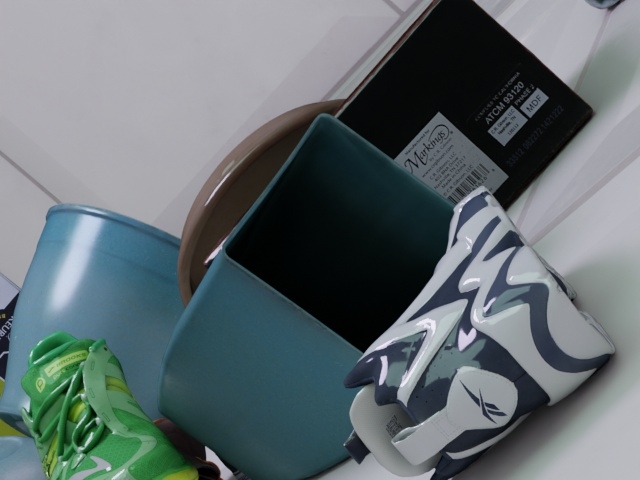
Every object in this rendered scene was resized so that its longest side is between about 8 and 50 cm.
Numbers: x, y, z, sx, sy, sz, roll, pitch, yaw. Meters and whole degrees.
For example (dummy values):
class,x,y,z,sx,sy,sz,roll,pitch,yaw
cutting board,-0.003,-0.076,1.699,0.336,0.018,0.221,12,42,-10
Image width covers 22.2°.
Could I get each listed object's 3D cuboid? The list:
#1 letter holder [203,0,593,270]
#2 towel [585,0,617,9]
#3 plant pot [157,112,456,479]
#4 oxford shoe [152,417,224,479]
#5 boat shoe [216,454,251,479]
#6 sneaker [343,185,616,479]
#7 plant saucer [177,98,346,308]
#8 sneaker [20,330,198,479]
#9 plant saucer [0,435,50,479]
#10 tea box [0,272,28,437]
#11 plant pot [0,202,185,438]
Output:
class,x,y,z,sx,sy,sz,roll,pitch,yaw
letter holder,0.064,-0.059,1.391,0.302,0.152,0.214,-48,5,10
towel,0.357,-0.397,1.614,0.320,0.090,0.374,-45,8,22
plant pot,-0.013,0.067,1.190,0.165,0.165,0.234,-56,2,-42
oxford shoe,-0.109,0.212,1.321,0.098,0.097,0.271,-32,19,13
boat shoe,-0.042,0.143,1.394,0.049,0.040,0.142,-41,11,50
sneaker,0.071,0.060,0.929,0.153,0.094,0.235,-40,18,6
plant saucer,-0.031,-0.028,1.585,0.278,0.041,0.278,-32,-33,-24
sneaker,-0.182,0.148,1.260,0.109,0.123,0.295,-35,21,-10
plant saucer,-0.362,0.245,1.735,0.195,0.037,0.195,-14,11,3
tea box,-0.440,0.240,2.148,0.329,0.323,0.220,-49,8,-9
plant pot,-0.252,0.131,1.956,0.255,0.271,0.271,-68,13,-18
